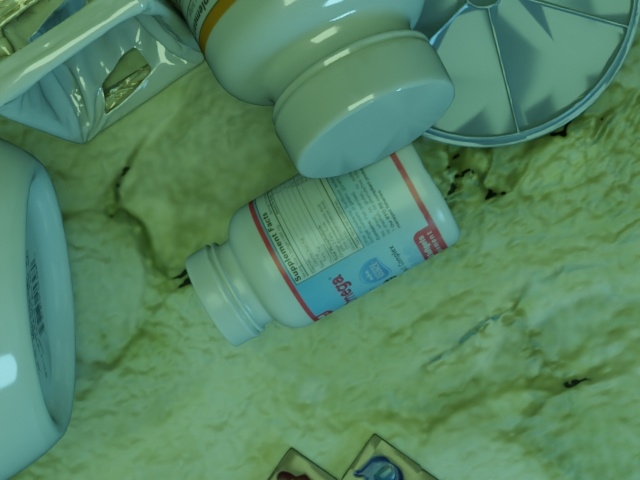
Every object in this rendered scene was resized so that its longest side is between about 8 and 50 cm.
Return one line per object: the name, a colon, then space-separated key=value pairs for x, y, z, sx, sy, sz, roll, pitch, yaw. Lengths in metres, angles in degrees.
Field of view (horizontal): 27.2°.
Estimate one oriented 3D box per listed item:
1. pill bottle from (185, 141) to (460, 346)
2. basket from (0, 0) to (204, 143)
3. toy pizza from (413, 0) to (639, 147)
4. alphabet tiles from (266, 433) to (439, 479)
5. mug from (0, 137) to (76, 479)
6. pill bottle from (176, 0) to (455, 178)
pill bottle: x=0.000 y=0.000 z=0.833 sx=0.160 sy=0.087 sz=0.087 roll=-30 pitch=90 yaw=5
basket: x=-0.152 y=-0.138 z=0.803 sx=0.113 sy=0.167 sz=0.103 roll=-33 pitch=83 yaw=4
toy pizza: x=0.103 y=-0.160 z=0.847 sx=0.201 sy=0.032 sz=0.201 roll=0 pitch=93 yaw=4
alphabet tiles: x=0.043 y=0.253 z=0.878 sx=0.237 sy=0.009 sz=0.198 roll=35 pitch=94 yaw=3
mug: x=-0.322 y=-0.001 z=0.766 sx=0.328 sy=0.276 sz=0.374 roll=-4 pitch=89 yaw=-2
pill bottle: x=-0.022 y=-0.166 z=0.774 sx=0.136 sy=0.136 sz=0.246 roll=-28 pitch=75 yaw=5
